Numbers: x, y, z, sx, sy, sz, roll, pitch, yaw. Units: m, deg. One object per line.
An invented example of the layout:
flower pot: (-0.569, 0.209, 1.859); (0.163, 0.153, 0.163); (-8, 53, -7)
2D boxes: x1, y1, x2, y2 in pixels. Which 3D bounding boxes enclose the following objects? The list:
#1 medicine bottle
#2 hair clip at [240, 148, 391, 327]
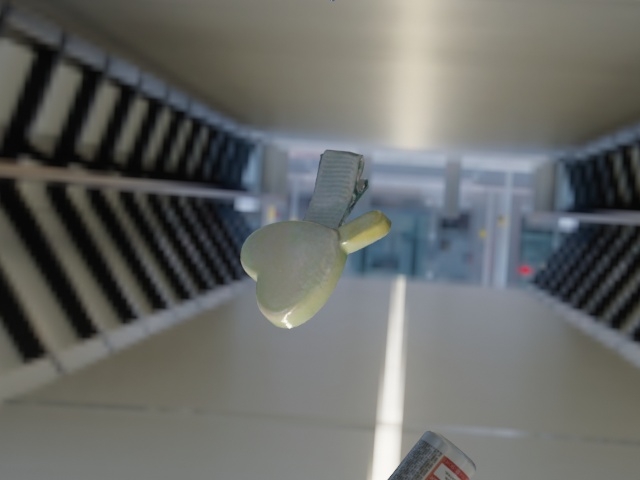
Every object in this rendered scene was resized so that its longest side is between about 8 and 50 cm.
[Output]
medicine bottle: (0.117, 0.304, 2.190); (0.079, 0.140, 0.079); (39, 171, 8)
hair clip: (0.002, -0.001, 1.946); (0.159, 0.219, 0.071); (2, 143, 32)
